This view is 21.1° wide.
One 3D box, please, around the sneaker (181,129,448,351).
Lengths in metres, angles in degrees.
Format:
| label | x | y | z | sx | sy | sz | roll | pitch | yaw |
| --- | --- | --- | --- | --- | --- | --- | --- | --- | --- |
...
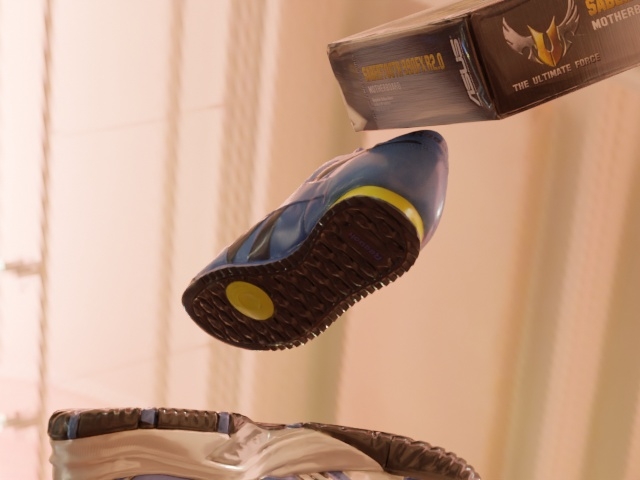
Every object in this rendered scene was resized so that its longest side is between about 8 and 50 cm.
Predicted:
| label | x | y | z | sx | sy | sz | roll | pitch | yaw |
| --- | --- | --- | --- | --- | --- | --- | --- | --- | --- |
| sneaker | 0.000 | 0.000 | 0.985 | 0.069 | 0.082 | 0.209 | 41 | -42 | -16 |

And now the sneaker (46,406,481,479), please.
| label | x | y | z | sx | sy | sz | roll | pitch | yaw |
| --- | --- | --- | --- | --- | --- | --- | --- | --- | --- |
| sneaker | -0.021 | 0.114 | 0.705 | 0.080 | 0.211 | 0.081 | -10 | -105 | 53 |

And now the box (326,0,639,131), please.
| label | x | y | z | sx | sy | sz | roll | pitch | yaw |
| --- | --- | --- | --- | --- | --- | --- | --- | --- | --- |
| box | 0.142 | -0.123 | 0.928 | 0.183 | 0.231 | 0.056 | 6 | -65 | 69 |
